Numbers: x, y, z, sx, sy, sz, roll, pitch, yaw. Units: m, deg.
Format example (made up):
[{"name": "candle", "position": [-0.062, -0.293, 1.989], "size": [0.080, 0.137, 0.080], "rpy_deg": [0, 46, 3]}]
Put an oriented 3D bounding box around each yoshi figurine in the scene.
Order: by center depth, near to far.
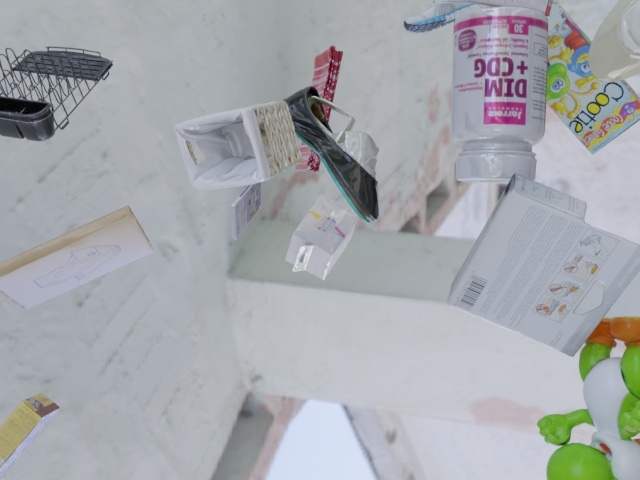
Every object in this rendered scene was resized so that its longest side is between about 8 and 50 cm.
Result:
[{"name": "yoshi figurine", "position": [0.477, 0.310, 1.438], "size": [0.203, 0.203, 0.361], "rpy_deg": [26, -113, -72]}]

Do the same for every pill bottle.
[{"name": "pill bottle", "position": [0.305, -0.243, 1.432], "size": [0.160, 0.161, 0.282], "rpy_deg": [-2, -87, -71]}]

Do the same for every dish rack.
[{"name": "dish rack", "position": [-0.495, -0.273, 1.440], "size": [0.074, 0.209, 0.271], "rpy_deg": [86, -160, -43]}]

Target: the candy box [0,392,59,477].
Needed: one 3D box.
[{"name": "candy box", "position": [-0.574, 0.374, 1.543], "size": [0.186, 0.053, 0.109], "rpy_deg": [-49, -1, -1]}]

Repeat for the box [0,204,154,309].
[{"name": "box", "position": [-0.336, 0.027, 1.142], "size": [0.021, 0.201, 0.164], "rpy_deg": [63, 171, 15]}]

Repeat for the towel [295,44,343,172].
[{"name": "towel", "position": [-0.010, -0.289, 1.867], "size": [0.199, 0.031, 0.274], "rpy_deg": [-154, 75, -77]}]

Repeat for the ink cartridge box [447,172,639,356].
[{"name": "ink cartridge box", "position": [0.373, 0.048, 1.388], "size": [0.060, 0.239, 0.275], "rpy_deg": [-66, -2, -49]}]

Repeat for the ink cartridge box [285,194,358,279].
[{"name": "ink cartridge box", "position": [0.000, 0.000, 1.640], "size": [0.143, 0.090, 0.092], "rpy_deg": [-56, -11, -38]}]

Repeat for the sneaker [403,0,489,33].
[{"name": "sneaker", "position": [0.255, -0.489, 1.731], "size": [0.071, 0.191, 0.082], "rpy_deg": [176, 74, -80]}]

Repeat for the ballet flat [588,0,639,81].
[{"name": "ballet flat", "position": [0.411, -0.283, 0.964], "size": [0.248, 0.086, 0.086], "rpy_deg": [-46, -7, 21]}]

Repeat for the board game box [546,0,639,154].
[{"name": "board game box", "position": [0.535, -0.343, 1.756], "size": [0.275, 0.142, 0.144], "rpy_deg": [43, -154, -17]}]

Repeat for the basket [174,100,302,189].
[{"name": "basket", "position": [-0.125, -0.149, 1.290], "size": [0.103, 0.167, 0.113], "rpy_deg": [-29, -71, -46]}]

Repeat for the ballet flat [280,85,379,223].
[{"name": "ballet flat", "position": [0.028, -0.152, 1.331], "size": [0.096, 0.280, 0.095], "rpy_deg": [-43, -28, 9]}]

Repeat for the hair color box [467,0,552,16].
[{"name": "hair color box", "position": [0.335, -0.438, 1.456], "size": [0.043, 0.141, 0.071], "rpy_deg": [-24, -52, -62]}]

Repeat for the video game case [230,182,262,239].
[{"name": "video game case", "position": [-0.150, -0.071, 1.706], "size": [0.122, 0.011, 0.087], "rpy_deg": [-56, -23, -45]}]
